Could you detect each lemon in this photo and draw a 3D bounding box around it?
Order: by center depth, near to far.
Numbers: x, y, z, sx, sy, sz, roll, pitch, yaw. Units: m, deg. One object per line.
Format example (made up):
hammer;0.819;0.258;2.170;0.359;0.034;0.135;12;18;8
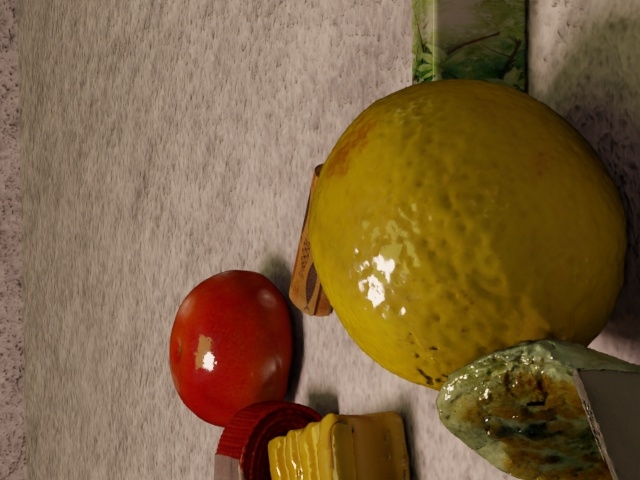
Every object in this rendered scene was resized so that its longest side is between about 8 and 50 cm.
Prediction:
lemon;0.116;-0.003;1.395;0.267;0.267;0.267;178;90;-69

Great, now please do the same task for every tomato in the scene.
tomato;-0.112;0.133;2.134;0.195;0.136;0.195;179;90;-69

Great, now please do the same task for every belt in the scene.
belt;-0.054;0.284;2.010;0.124;0.128;0.201;175;97;-69

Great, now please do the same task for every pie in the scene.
pie;0.181;0.134;1.326;0.187;0.187;0.041;121;162;-54

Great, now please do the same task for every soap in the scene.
soap;0.033;0.351;1.837;0.204;0.096;0.324;146;119;-66

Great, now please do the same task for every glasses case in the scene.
glasses case;0.129;-0.213;1.547;0.062;0.095;0.272;-169;79;-69
glasses case;0.000;0.000;1.970;0.065;0.041;0.170;-120;36;-50

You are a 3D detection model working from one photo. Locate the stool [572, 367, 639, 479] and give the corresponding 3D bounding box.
stool;0.241;0.259;1.201;0.244;0.170;0.270;114;147;-46
